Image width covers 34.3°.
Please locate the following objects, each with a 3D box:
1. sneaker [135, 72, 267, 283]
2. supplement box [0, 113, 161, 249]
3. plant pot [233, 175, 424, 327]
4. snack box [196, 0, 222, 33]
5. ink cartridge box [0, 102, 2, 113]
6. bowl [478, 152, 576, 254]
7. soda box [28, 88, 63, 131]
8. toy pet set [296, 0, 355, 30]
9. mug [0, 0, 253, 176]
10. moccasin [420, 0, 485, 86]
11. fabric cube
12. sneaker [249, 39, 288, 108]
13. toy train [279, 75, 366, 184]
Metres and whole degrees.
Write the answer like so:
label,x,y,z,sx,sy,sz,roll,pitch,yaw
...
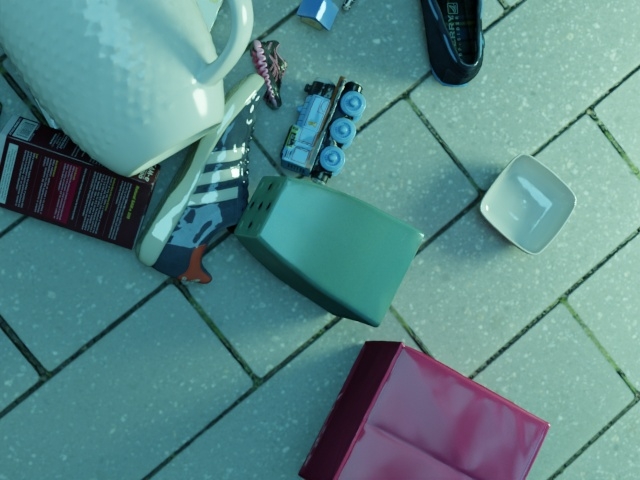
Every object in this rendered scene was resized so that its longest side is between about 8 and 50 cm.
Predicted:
label,x,y,z,sx,sy,sz,roll,pitch,yaw
sneaker,-0.151,-0.091,1.651,0.148,0.131,0.350,30,87,-14
supplement box,-0.380,-0.089,1.599,0.239,0.073,0.130,20,121,-8
plant pot,0.000,0.000,1.609,0.234,0.165,0.166,32,80,-24
snack box,-0.234,-0.455,1.689,0.187,0.060,0.322,21,82,-8
ink cartridge box,-0.570,-0.129,1.603,0.109,0.062,0.209,12,84,-10
bowl,0.347,-0.059,1.765,0.142,0.053,0.142,40,80,-4
soda box,-0.440,-0.274,1.632,0.069,0.074,0.216,-28,91,-11
toy pet set,0.001,-0.415,1.725,0.122,0.065,0.114,25,82,-7
mug,-0.257,-0.291,1.473,0.374,0.276,0.328,-27,96,32
moccasin,0.232,-0.434,1.741,0.137,0.117,0.342,-12,88,-11
fabric cube,0.149,0.325,1.598,0.258,0.254,0.259,29,82,-7
sneaker,-0.076,-0.277,1.715,0.057,0.047,0.119,-14,89,-22
toy train,0.005,-0.185,1.703,0.105,0.080,0.184,21,82,-2
